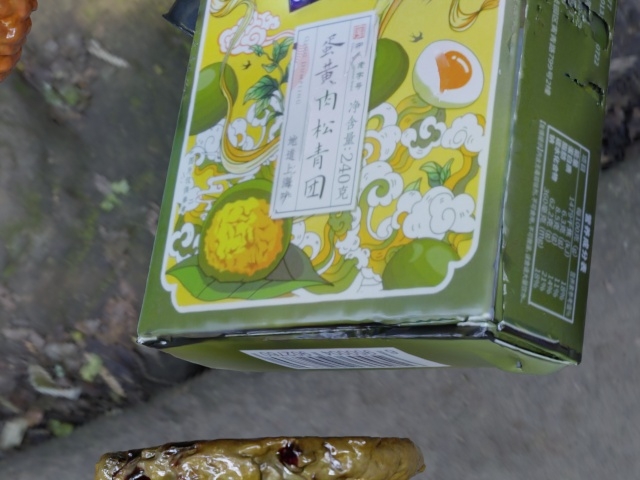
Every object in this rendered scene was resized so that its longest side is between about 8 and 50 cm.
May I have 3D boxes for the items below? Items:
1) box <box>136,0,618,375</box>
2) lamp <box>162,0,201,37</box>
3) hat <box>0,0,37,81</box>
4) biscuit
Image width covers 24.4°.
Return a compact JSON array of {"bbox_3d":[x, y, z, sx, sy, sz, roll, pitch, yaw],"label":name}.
[{"bbox_3d":[0.047,-0.099,1.221,0.373,0.138,0.420,-6,68,42],"label":"box"},{"bbox_3d":[-0.071,-0.330,1.726,0.227,0.147,0.172,-62,23,9],"label":"lamp"},{"bbox_3d":[-0.464,-0.328,1.468,0.285,0.400,0.285,-42,36,42],"label":"hat"},{"bbox_3d":[-0.063,0.243,1.499,0.334,0.289,0.081,-9,78,24],"label":"biscuit"}]
